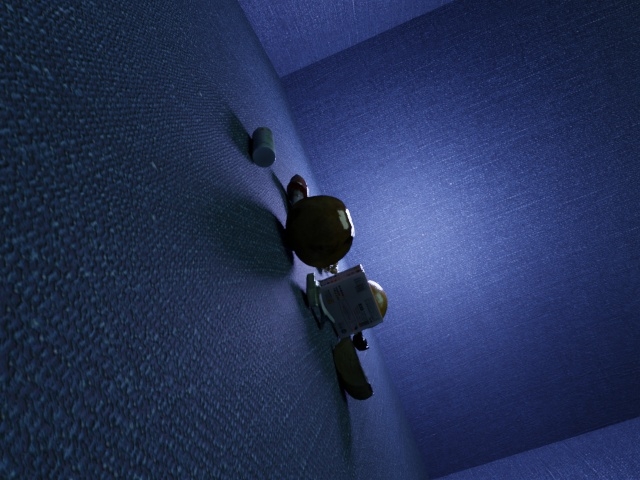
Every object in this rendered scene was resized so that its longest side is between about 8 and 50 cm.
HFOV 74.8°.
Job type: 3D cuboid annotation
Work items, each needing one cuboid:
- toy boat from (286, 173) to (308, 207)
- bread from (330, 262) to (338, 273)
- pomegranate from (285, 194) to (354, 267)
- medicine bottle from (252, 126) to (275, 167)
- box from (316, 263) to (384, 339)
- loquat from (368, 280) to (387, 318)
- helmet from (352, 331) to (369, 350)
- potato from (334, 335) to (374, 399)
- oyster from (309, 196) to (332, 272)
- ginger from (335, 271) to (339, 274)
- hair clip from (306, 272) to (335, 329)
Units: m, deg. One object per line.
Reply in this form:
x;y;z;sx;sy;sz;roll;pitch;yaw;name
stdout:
-0.103;-0.149;1.889;0.282;0.096;0.206;-90;171;-47;toy boat
0.041;0.067;2.294;0.134;0.081;0.225;-102;168;-59;bread
-0.005;-0.042;1.571;0.281;0.281;0.281;-21;90;-83;pomegranate
-0.214;-0.353;1.569;0.183;0.086;0.086;-102;169;-52;medicine bottle
0.128;0.268;1.812;0.091;0.220;0.274;-102;171;-71;box
0.234;0.340;2.245;0.263;0.263;0.263;-21;90;-83;loquat
0.206;0.534;2.216;0.123;0.070;0.098;58;4;-23;helmet
0.121;0.497;1.574;0.243;0.098;0.138;-112;180;-50;potato
-0.004;0.000;2.038;0.204;0.110;0.396;-85;160;-64;oyster
0.102;0.204;2.572;0.048;0.030;0.097;-10;-80;69;ginger
-0.009;0.215;1.531;0.159;0.071;0.219;-98;171;-73;hair clip
